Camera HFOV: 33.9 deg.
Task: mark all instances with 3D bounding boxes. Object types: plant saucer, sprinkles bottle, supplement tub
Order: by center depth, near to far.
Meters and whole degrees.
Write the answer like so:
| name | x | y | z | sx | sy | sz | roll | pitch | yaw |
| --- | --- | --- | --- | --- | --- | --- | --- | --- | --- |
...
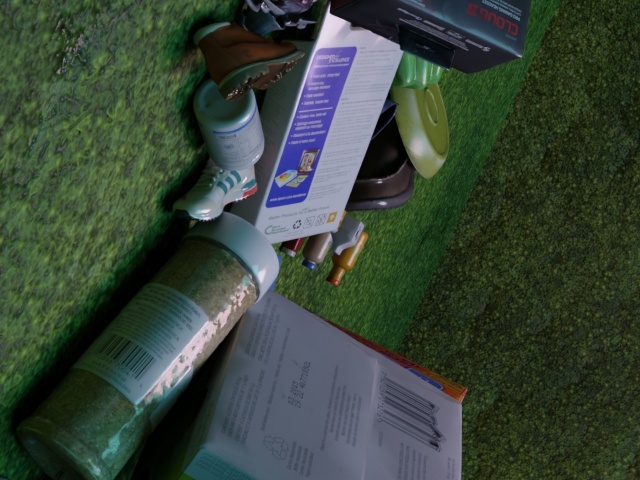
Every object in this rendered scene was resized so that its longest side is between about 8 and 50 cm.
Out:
| name | x | y | z | sx | sy | sz | roll | pitch | yaw |
| --- | --- | --- | --- | --- | --- | --- | --- | --- | --- |
| supplement tub | -0.103 | -0.133 | 1.198 | 0.071 | 0.071 | 0.107 | -59 | 166 | -19 |
| sprinkles bottle | -0.189 | 0.121 | 1.207 | 0.355 | 0.121 | 0.121 | -52 | 161 | -33 |
| plant saucer | 0.178 | -0.228 | 1.827 | 0.241 | 0.037 | 0.241 | -12 | 90 | -69 |

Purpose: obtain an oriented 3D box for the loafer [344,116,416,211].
| name | x | y | z | sx | sy | sz | roll | pitch | yaw |
| --- | --- | --- | --- | --- | --- | --- | --- | --- | --- |
| loafer | 0.101 | -0.158 | 1.834 | 0.366 | 0.133 | 0.130 | -58 | 141 | -59 |

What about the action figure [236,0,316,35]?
| name | x | y | z | sx | sy | sz | roll | pitch | yaw |
| --- | --- | --- | --- | --- | --- | --- | --- | --- | --- |
| action figure | -0.007 | -0.338 | 1.146 | 0.285 | 0.099 | 0.185 | -53 | 176 | 14 |

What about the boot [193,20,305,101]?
| name | x | y | z | sx | sy | sz | roll | pitch | yaw |
| --- | --- | --- | --- | --- | --- | --- | --- | --- | --- |
| boot | -0.075 | -0.207 | 1.139 | 0.059 | 0.085 | 0.158 | -39 | 175 | 30 |

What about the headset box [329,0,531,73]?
| name | x | y | z | sx | sy | sz | roll | pitch | yaw |
| --- | --- | --- | --- | --- | --- | --- | --- | --- | --- |
| headset box | 0.145 | -0.348 | 1.249 | 0.110 | 0.218 | 0.293 | -6 | -111 | 59 |

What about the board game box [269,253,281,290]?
| name | x | y | z | sx | sy | sz | roll | pitch | yaw |
| --- | --- | --- | --- | --- | --- | --- | --- | --- | --- |
| board game box | -0.107 | 0.077 | 1.629 | 0.168 | 0.033 | 0.133 | 13 | 97 | -81 |

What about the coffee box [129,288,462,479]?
| name | x | y | z | sx | sy | sz | roll | pitch | yaw |
| --- | --- | --- | --- | --- | --- | --- | --- | --- | --- |
| coffee box | -0.052 | 0.331 | 1.336 | 0.334 | 0.338 | 0.338 | -53 | -169 | 30 |

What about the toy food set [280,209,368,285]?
| name | x | y | z | sx | sy | sz | roll | pitch | yaw |
| --- | --- | --- | --- | --- | --- | --- | --- | --- | --- |
| toy food set | 0.000 | 0.000 | 1.708 | 0.105 | 0.111 | 0.232 | -64 | 168 | -3 |

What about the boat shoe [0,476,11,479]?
| name | x | y | z | sx | sy | sz | roll | pitch | yaw |
| --- | --- | --- | --- | --- | --- | --- | --- | --- | --- |
| boat shoe | -0.329 | 0.347 | 1.170 | 0.114 | 0.091 | 0.302 | -60 | 165 | -21 |

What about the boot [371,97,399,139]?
| name | x | y | z | sx | sy | sz | roll | pitch | yaw |
| --- | --- | --- | --- | --- | --- | --- | --- | --- | --- |
| boot | 0.030 | -0.181 | 1.514 | 0.219 | 0.106 | 0.082 | -47 | 160 | -48 |

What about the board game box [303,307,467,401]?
| name | x | y | z | sx | sy | sz | roll | pitch | yaw |
| --- | --- | --- | --- | --- | --- | --- | --- | --- | --- |
| board game box | 0.005 | 0.369 | 1.861 | 0.357 | 0.356 | 0.356 | -67 | 166 | 9 |

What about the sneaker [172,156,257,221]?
| name | x | y | z | sx | sy | sz | roll | pitch | yaw |
| --- | --- | --- | --- | --- | --- | --- | --- | --- | --- |
| sneaker | -0.129 | -0.076 | 1.265 | 0.161 | 0.057 | 0.075 | -35 | 128 | -57 |

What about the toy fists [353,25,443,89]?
| name | x | y | z | sx | sy | sz | roll | pitch | yaw |
| --- | --- | --- | --- | --- | --- | --- | --- | --- | --- |
| toy fists | 0.152 | -0.325 | 1.634 | 0.279 | 0.142 | 0.096 | -49 | 159 | -47 |

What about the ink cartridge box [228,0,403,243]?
| name | x | y | z | sx | sy | sz | roll | pitch | yaw |
| --- | --- | --- | --- | --- | --- | --- | --- | --- | --- |
| ink cartridge box | 0.001 | -0.163 | 1.389 | 0.175 | 0.069 | 0.371 | -12 | 135 | -43 |
